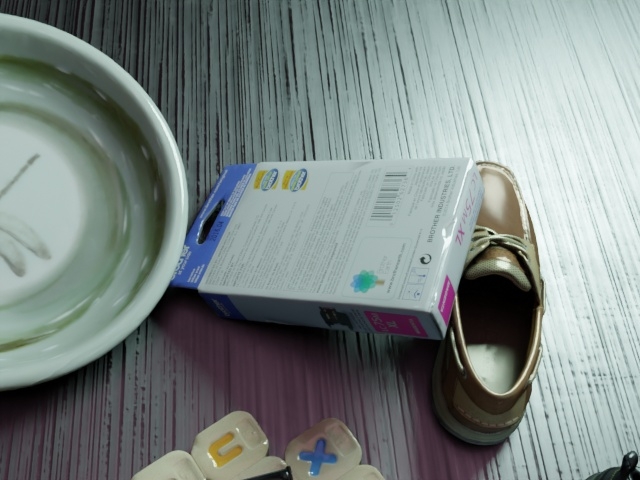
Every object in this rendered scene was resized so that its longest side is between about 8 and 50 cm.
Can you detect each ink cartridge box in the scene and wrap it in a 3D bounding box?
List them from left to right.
[{"bbox_3d":[0.000,0.000,0.825,0.311,0.065,0.185,4,55,28],"label":"ink cartridge box"}]

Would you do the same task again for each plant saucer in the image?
[{"bbox_3d":[-0.344,-0.040,0.816,0.401,0.100,0.400,7,72,-21],"label":"plant saucer"}]

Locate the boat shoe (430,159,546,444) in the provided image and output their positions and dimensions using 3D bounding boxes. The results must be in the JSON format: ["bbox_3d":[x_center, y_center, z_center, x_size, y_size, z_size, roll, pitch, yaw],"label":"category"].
[{"bbox_3d":[0.184,0.043,0.816,0.123,0.116,0.324,6,59,-1],"label":"boat shoe"}]

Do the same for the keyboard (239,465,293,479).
[{"bbox_3d":[-0.030,0.293,0.690,0.108,0.023,0.180,-14,61,-3],"label":"keyboard"}]

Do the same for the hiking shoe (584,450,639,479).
[{"bbox_3d":[0.309,0.295,0.670,0.086,0.114,0.226,-26,63,-16],"label":"hiking shoe"}]

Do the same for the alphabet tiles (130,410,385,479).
[{"bbox_3d":[-0.050,0.300,0.710,0.278,0.021,0.284,-31,65,-19],"label":"alphabet tiles"}]
